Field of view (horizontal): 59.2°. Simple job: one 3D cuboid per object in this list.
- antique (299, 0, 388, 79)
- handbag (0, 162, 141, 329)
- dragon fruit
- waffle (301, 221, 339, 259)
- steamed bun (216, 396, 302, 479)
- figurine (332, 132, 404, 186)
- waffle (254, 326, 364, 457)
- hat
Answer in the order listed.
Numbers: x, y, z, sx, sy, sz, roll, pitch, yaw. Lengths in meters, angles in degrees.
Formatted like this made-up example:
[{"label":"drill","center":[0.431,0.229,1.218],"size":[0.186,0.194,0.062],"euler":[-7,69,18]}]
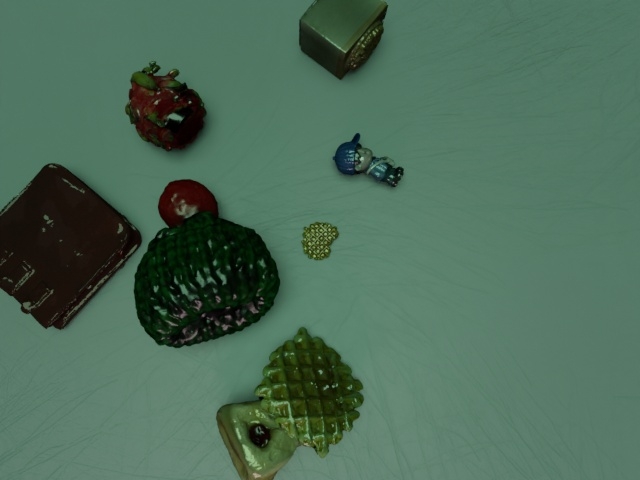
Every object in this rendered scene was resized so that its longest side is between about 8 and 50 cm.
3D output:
[{"label":"antique","center":[0.053,-0.459,1.221],"size":[0.148,0.146,0.152],"euler":[39,84,4]},{"label":"handbag","center":[-0.554,0.009,1.178],"size":[0.260,0.084,0.275],"euler":[39,83,4]},{"label":"dragon fruit","center":[-0.332,-0.288,1.190],"size":[0.172,0.160,0.166],"euler":[40,125,9]},{"label":"waffle","center":[-0.002,0.001,1.216],"size":[0.078,0.016,0.085],"euler":[10,81,5]},{"label":"steamed bun","center":[-0.103,0.375,1.102],"size":[0.155,0.141,0.172],"euler":[-23,77,-26]},{"label":"figurine","center":[0.104,-0.167,1.219],"size":[0.149,0.086,0.087],"euler":[28,123,-8]},{"label":"waffle","center":[-0.017,0.292,1.105],"size":[0.214,0.054,0.208],"euler":[41,44,2]},{"label":"hat","center":[-0.249,0.029,1.133],"size":[0.275,0.242,0.332],"euler":[-10,57,-24]}]
